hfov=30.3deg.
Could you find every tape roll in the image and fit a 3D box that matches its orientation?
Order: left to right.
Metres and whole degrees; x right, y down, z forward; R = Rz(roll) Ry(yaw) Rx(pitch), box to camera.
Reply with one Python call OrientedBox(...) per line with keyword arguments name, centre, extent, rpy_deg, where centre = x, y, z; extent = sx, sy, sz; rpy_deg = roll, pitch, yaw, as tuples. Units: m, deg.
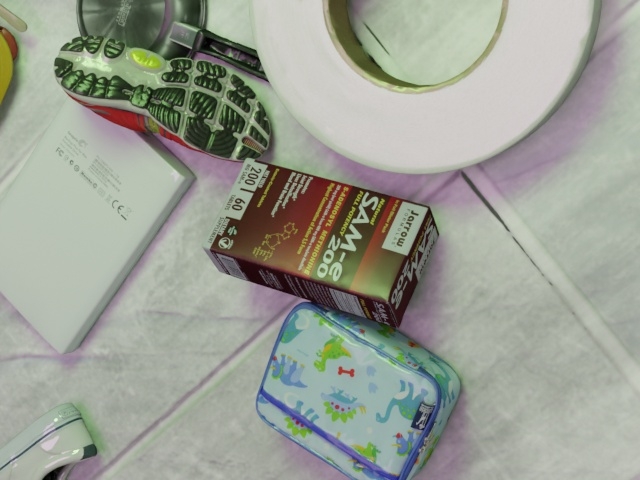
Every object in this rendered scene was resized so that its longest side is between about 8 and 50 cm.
OrientedBox(name="tape roll", centre=(0.107, -0.266, 1.289), extent=(0.392, 0.072, 0.392), rpy_deg=(4, 101, 20))

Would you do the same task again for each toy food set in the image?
OrientedBox(name="toy food set", centre=(-0.470, -0.241, 1.594), extent=(0.128, 0.071, 0.218), rpy_deg=(29, 110, -5))

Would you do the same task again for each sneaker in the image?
OrientedBox(name="sneaker", centre=(-0.408, 0.326, 1.600), extent=(0.258, 0.094, 0.091), rpy_deg=(-40, 74, 22))
OrientedBox(name="sneaker", centre=(-0.189, -0.170, 1.449), extent=(0.279, 0.118, 0.107), rpy_deg=(23, 76, 1))

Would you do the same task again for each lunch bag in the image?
OrientedBox(name="lunch bag", centre=(0.040, 0.182, 1.379), extent=(0.219, 0.090, 0.176), rpy_deg=(32, 111, 20))

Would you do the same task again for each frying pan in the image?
OrientedBox(name="frying pan", centre=(-0.194, -0.245, 1.472), extent=(0.197, 0.053, 0.326), rpy_deg=(-47, 73, 24))

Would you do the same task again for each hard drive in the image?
OrientedBox(name="hard drive", centre=(-0.320, -0.030, 1.552), extent=(0.203, 0.040, 0.307), rpy_deg=(43, 111, 15))

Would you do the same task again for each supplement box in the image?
OrientedBox(name="supplement box", centre=(0.000, 0.000, 1.356), extent=(0.239, 0.073, 0.130), rpy_deg=(16, 67, 22))
